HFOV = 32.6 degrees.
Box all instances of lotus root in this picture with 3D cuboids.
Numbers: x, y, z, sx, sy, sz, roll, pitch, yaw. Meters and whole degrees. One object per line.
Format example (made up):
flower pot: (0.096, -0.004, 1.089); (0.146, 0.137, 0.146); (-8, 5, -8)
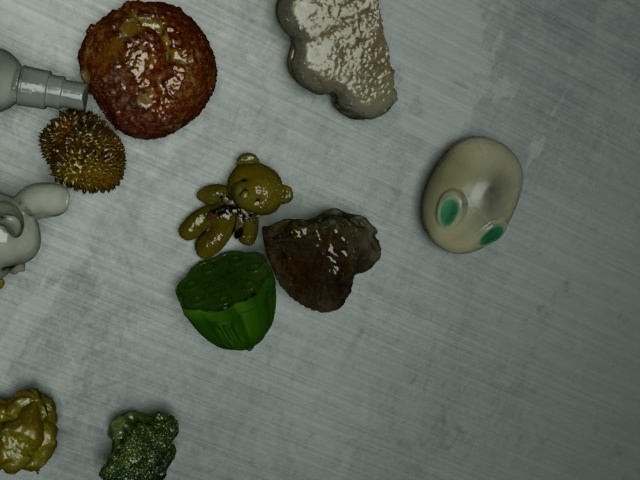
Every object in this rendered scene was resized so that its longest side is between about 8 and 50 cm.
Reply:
lotus root: (-0.151, 0.134, 1.970); (0.186, 0.186, 0.186); (-2, 99, -13)

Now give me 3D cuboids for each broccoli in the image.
broccoli: (-0.324, 0.377, 1.977); (0.162, 0.146, 0.138); (-40, 74, 10)

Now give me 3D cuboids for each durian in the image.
durian: (-0.402, -0.151, 1.862); (0.137, 0.168, 0.158); (-25, 75, 24)

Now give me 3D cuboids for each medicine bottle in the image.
medicine bottle: (-0.561, -0.268, 1.800); (0.351, 0.110, 0.110); (10, 96, -5)

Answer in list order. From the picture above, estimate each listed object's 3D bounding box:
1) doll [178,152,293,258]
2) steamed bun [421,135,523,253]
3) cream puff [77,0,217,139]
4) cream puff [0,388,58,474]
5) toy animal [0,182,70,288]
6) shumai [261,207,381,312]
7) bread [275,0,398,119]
doll: (-0.158, -0.054, 1.964); (0.209, 0.097, 0.137); (-45, 91, 3)
steamed bun: (0.289, -0.081, 2.046); (0.177, 0.130, 0.228); (33, 88, -18)
cream puff: (-0.291, -0.295, 1.865); (0.240, 0.164, 0.240); (-1, 96, -8)
cream puff: (-0.530, 0.329, 1.919); (0.156, 0.121, 0.156); (-1, 94, -9)
toy animal: (-0.565, 0.006, 1.809); (0.325, 0.208, 0.154); (-38, 89, 36)
shumai: (-0.002, 0.002, 1.986); (0.218, 0.184, 0.185); (49, 49, -28)
bread: (0.020, -0.372, 1.956); (0.183, 0.102, 0.337); (-15, 104, -7)
